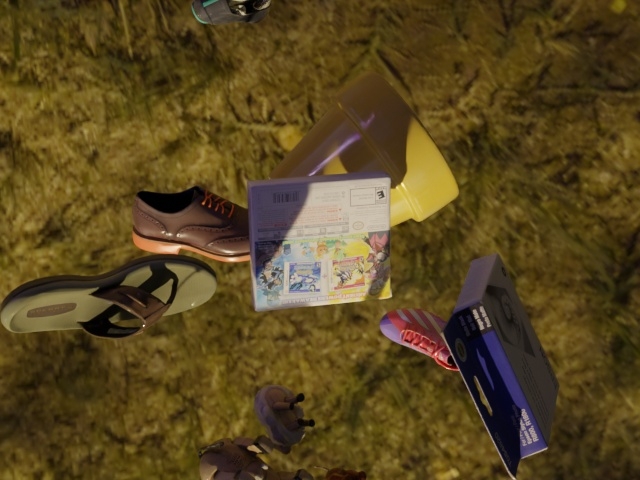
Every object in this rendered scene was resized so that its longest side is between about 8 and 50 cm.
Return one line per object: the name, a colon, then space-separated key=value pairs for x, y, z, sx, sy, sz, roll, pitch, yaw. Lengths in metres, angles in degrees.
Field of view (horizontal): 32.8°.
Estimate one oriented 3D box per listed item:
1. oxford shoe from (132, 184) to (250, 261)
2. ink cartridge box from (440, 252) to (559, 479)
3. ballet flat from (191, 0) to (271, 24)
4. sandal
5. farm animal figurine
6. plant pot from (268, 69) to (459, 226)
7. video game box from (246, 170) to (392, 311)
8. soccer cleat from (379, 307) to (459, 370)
oxford shoe: x=-0.171 y=-0.032 z=1.751 sx=0.271 sy=0.097 sz=0.098 roll=1 pitch=126 yaw=-1
ink cartridge box: x=0.239 y=0.155 z=1.398 sx=0.045 sy=0.224 sz=0.223 roll=-20 pitch=105 yaw=25
ballet flat: x=-0.113 y=-0.362 z=1.629 sx=0.203 sy=0.074 sz=0.074 roll=-31 pitch=147 yaw=-58
sandal: x=-0.285 y=0.097 z=1.506 sx=0.303 sy=0.086 sz=0.120 roll=-11 pitch=141 yaw=-25
farm animal figurine: x=-0.095 y=0.450 z=1.786 sx=0.330 sy=0.172 sz=0.326 roll=-42 pitch=105 yaw=-40
plant pot: x=0.057 y=-0.108 z=1.765 sx=0.239 sy=0.254 sz=0.254 roll=-36 pitch=127 yaw=-2
video game box: x=0.000 y=0.000 z=1.557 sx=0.205 sy=0.048 sz=0.187 roll=-5 pitch=106 yaw=-13
soccer cleat: x=0.220 y=0.194 z=2.068 sx=0.248 sy=0.095 sz=0.083 roll=16 pitch=123 yaw=21
